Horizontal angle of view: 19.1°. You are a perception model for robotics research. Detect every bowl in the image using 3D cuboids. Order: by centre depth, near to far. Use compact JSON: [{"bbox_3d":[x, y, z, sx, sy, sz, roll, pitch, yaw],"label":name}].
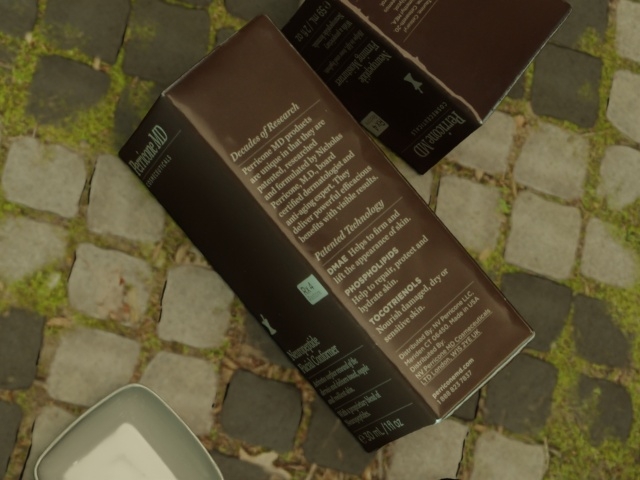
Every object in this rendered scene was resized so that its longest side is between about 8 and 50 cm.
[{"bbox_3d":[-0.174,0.215,1.701,0.142,0.053,0.142,-40,90,-22],"label":"bowl"}]

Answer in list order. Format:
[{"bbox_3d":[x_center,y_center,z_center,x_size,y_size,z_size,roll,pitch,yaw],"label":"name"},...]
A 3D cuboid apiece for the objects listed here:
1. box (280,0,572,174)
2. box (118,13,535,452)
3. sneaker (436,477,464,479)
[{"bbox_3d":[0.095,-0.207,1.840,0.203,0.168,0.167,40,66,-3],"label":"box"},{"bbox_3d":[0.000,0.000,1.742,0.143,0.191,0.381,-39,89,-23],"label":"box"},{"bbox_3d":[0.160,0.354,1.747,0.146,0.102,0.293,-14,81,-26],"label":"sneaker"}]
